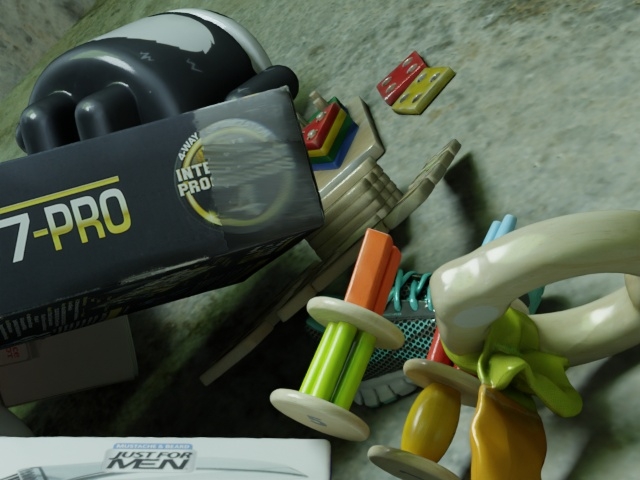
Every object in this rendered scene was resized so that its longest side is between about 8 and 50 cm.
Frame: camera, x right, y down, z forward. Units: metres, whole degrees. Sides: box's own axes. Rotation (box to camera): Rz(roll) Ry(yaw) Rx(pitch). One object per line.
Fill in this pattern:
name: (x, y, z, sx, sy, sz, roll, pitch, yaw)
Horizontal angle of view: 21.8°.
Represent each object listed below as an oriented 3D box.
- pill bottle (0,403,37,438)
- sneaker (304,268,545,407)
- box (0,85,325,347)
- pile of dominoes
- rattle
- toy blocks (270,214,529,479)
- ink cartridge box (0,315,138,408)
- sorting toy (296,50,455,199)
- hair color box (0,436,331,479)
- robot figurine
pill bottle: (-0.365, 0.250, 1.163, 0.407, 0.229, 0.229, -25, 27, 44)
sneaker: (0.054, 0.044, 0.956, 0.166, 0.076, 0.065, -27, 27, 41)
box: (-0.184, 0.014, 1.083, 0.318, 0.097, 0.395, -14, -3, -10)
pile of dominoes: (0.000, 0.000, 1.101, 0.196, 0.040, 0.251, -41, 1, 15)
rattle: (0.157, 0.049, 0.763, 0.199, 0.130, 0.143, -11, 45, 4)
toy blocks: (0.050, 0.040, 0.854, 0.054, 0.123, 0.148, -1, 61, 53)
ink cartridge box: (-0.314, 0.072, 1.377, 0.283, 0.117, 0.207, -12, 12, -16)
sorting toy: (-0.011, -0.072, 1.372, 0.274, 0.046, 0.132, -41, 20, 11)
hair color box: (-0.088, 0.218, 0.717, 0.185, 0.110, 0.339, 0, 28, 1)
robot figurine: (-0.149, -0.111, 1.471, 0.278, 0.209, 0.173, -37, -24, -57)
